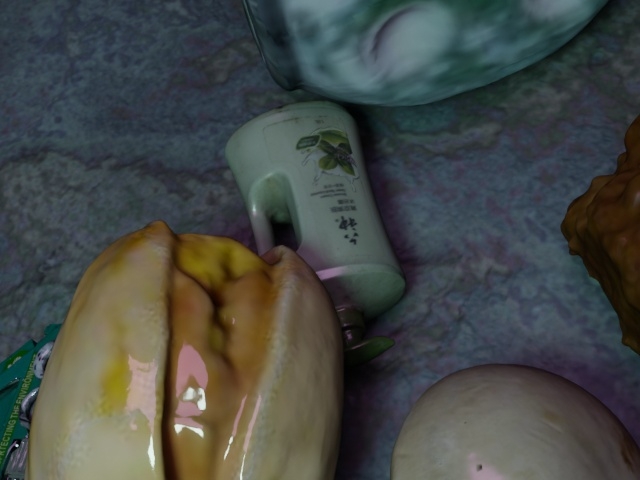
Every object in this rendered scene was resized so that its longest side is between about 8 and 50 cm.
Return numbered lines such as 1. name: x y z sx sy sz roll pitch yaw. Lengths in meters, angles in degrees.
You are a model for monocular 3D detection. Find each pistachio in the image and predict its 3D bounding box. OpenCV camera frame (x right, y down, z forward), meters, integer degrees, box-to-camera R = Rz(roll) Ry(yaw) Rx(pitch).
1. pistachio: -0.099 0.142 0.958 0.230 0.230 0.308 2 75 17

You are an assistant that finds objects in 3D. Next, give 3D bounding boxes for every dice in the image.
1. dice: 0.060 -0.336 1.123 0.348 0.328 0.330 -23 49 -5

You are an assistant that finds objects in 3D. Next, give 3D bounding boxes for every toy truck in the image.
1. toy truck: -0.230 0.175 1.047 0.116 0.110 0.216 -2 59 30

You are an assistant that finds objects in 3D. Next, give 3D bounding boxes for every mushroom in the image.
1. mushroom: 0.121 0.191 0.903 0.204 0.204 0.204 -7 57 12

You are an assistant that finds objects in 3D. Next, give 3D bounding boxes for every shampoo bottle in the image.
1. shampoo bottle: 0.000 0.000 1.095 0.118 0.087 0.234 -16 56 0

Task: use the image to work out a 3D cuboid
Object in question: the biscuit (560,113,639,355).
1. biscuit: 0.404 -0.005 0.923 0.395 0.166 0.342 -27 55 1
